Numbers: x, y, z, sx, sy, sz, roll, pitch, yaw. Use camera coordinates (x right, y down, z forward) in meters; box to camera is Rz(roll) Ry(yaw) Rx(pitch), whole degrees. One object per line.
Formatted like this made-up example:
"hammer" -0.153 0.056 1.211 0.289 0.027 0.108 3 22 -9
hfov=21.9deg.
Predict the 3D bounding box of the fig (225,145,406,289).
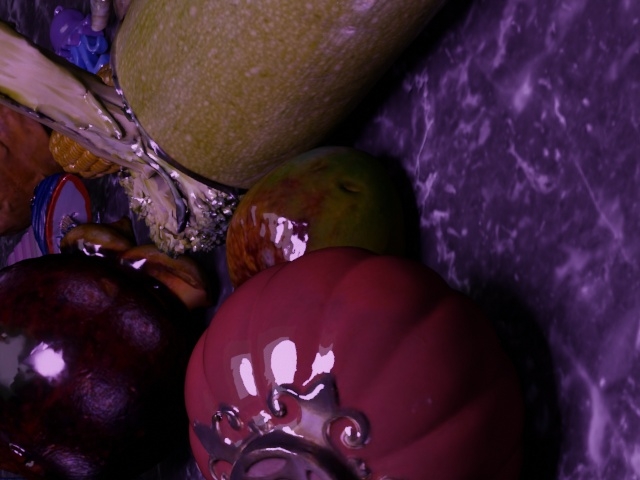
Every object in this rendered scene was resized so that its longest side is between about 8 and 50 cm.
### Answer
"fig" 0.000 0.000 1.609 0.191 0.181 0.181 -58 28 -11

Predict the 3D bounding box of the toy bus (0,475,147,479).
"toy bus" -0.352 0.365 2.066 0.167 0.275 0.139 -28 62 53

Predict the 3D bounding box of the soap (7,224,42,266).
"soap" -0.399 0.089 2.396 0.122 0.065 0.203 -45 48 49

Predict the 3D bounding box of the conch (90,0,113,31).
"conch" -0.321 -0.492 2.248 0.203 0.169 0.386 -91 18 -68

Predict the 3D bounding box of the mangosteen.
"mangosteen" -0.277 0.124 1.970 0.307 0.307 0.347 -21 37 58

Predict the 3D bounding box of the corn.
"corn" -0.264 -0.155 2.129 0.347 0.130 0.130 -21 68 60

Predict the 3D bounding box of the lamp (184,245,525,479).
"lamp" 0.030 0.151 1.426 0.303 0.257 0.303 14 124 22

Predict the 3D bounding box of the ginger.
"ginger" -0.473 -0.102 2.425 0.223 0.200 0.269 40 168 24

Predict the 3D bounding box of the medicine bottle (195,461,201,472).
"medicine bottle" -0.060 0.131 1.743 0.114 0.114 0.252 22 105 59

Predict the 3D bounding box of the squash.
"squash" -0.028 -0.247 1.589 0.384 0.263 0.263 -48 46 47

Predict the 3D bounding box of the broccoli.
"broccoli" -0.229 -0.133 1.843 0.221 0.361 0.252 -53 8 19

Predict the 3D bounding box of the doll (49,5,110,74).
"doll" -0.336 -0.257 2.340 0.110 0.067 0.206 -46 58 30

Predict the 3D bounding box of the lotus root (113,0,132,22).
"lotus root" -0.129 -0.302 1.899 0.309 0.173 0.173 -3 84 53

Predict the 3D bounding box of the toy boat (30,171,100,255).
"toy boat" -0.298 0.054 2.224 0.318 0.072 0.219 55 150 20
